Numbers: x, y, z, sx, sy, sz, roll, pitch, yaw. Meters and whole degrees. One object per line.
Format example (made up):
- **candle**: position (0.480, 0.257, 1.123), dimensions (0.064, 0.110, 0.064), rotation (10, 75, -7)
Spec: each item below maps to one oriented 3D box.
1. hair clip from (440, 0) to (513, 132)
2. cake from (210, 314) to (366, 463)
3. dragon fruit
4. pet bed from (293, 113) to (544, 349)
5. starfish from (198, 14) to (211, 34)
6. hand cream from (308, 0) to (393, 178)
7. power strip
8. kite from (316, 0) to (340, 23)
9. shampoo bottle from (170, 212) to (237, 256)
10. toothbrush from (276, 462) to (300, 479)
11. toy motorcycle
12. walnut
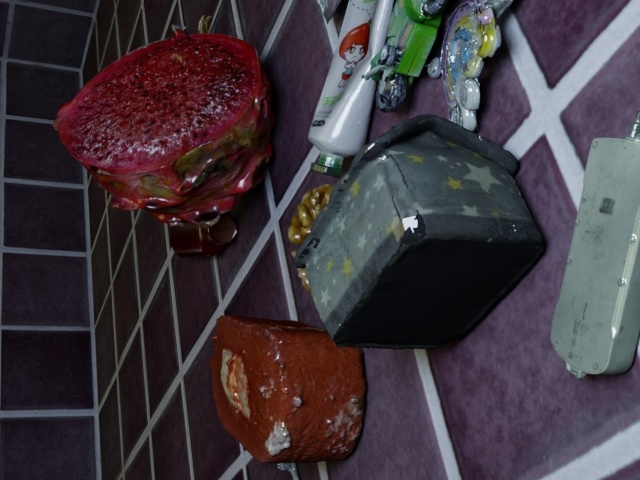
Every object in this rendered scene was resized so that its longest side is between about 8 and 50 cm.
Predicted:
- **hair clip**: position (0.164, -0.203, 0.882), dimensions (0.116, 0.049, 0.172), rotation (-91, 14, -44)
- **cake**: position (-0.054, 0.203, 1.157), dimensions (0.283, 0.151, 0.176), rotation (7, 89, 61)
- **dragon fruit**: position (-0.246, -0.174, 1.448), dimensions (0.249, 0.387, 0.370), rotation (69, -154, -44)
- **pet bed**: position (0.087, -0.006, 0.844), dimensions (0.211, 0.183, 0.159), rotation (-58, 39, 45)
- **starfish**: position (-0.254, -0.403, 1.807), dimensions (0.133, 0.041, 0.130), rotation (119, 152, -46)
- **hand cream**: position (0.049, -0.251, 1.123), dimensions (0.121, 0.076, 0.335), rotation (24, 101, 64)
- **power strip**: position (0.242, 0.005, 0.692), dimensions (0.080, 0.029, 0.226), rotation (-146, 63, -64)
- **kite**: position (0.065, -0.478, 1.153), dimensions (0.360, 0.022, 0.204), rotation (123, 149, -46)
- **shampoo bottle**: position (-0.239, -0.017, 1.687), dimensions (0.260, 0.064, 0.102), rotation (174, 99, -65)
- **toothbrush**: position (-0.017, 0.406, 1.191), dimensions (0.024, 0.026, 0.288), rotation (-67, 31, 31)
- **toy motorcycle**: position (0.104, -0.245, 0.986), dimensions (0.106, 0.074, 0.190), rotation (-99, 25, -46)
- **walnut**: position (0.000, 0.000, 1.169), dimensions (0.143, 0.069, 0.170), rotation (117, 150, -42)
